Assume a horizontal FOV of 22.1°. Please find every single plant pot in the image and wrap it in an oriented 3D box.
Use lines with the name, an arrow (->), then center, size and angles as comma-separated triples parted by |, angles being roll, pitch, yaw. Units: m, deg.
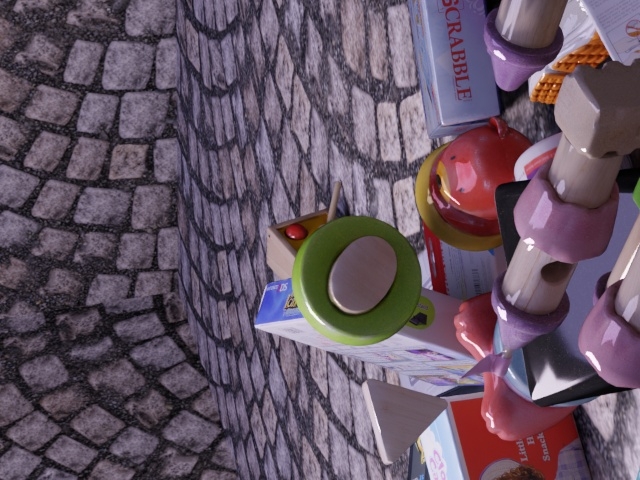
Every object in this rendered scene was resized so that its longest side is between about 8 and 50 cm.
plant pot -> 0.273, 0.023, 1.315 | 0.167, 0.188, 0.187 | -21, 77, 64

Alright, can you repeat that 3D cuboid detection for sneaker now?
sneaker -> 0.250, -0.220, 1.446 | 0.262, 0.099, 0.121 | 120, 148, -56

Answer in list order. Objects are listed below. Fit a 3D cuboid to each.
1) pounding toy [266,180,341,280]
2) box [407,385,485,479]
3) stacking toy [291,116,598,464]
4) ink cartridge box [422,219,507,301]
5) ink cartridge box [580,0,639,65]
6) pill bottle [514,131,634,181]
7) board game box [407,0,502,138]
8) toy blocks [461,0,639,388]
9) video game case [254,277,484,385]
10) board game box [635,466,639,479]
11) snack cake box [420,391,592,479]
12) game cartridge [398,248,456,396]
pounding toy -> 0.000, 0.000, 2.507 | 0.130, 0.141, 0.100 | 47, 146, 42
box -> 0.165, 0.277, 1.887 | 0.175, 0.051, 0.220 | -32, 45, 53
stacking toy -> 0.139, 0.051, 1.598 | 0.309, 0.279, 0.130 | 64, 163, 9
ink cartridge box -> 0.187, 0.011, 1.832 | 0.231, 0.078, 0.134 | 172, 90, -76
ink cartridge box -> 0.272, -0.214, 1.278 | 0.045, 0.145, 0.179 | 4, -123, -64
pill bottle -> 0.253, 0.003, 1.503 | 0.108, 0.108, 0.193 | 110, 148, -63
board game box -> 0.129, -0.275, 1.761 | 0.318, 0.066, 0.319 | -58, -40, -88
toy blocks -> 0.245, -0.027, 1.125 | 0.260, 0.288, 0.309 | 104, 149, -45
video game case -> 0.087, 0.098, 1.809 | 0.269, 0.244, 0.061 | -14, 58, 68
board game box -> 0.288, 0.342, 1.304 | 0.336, 0.079, 0.254 | -85, 7, -70
snack cake box -> 0.211, 0.293, 1.741 | 0.089, 0.152, 0.264 | 126, 135, -62
game cartridge -> 0.153, 0.126, 2.095 | 0.294, 0.060, 0.196 | 122, 141, -69
